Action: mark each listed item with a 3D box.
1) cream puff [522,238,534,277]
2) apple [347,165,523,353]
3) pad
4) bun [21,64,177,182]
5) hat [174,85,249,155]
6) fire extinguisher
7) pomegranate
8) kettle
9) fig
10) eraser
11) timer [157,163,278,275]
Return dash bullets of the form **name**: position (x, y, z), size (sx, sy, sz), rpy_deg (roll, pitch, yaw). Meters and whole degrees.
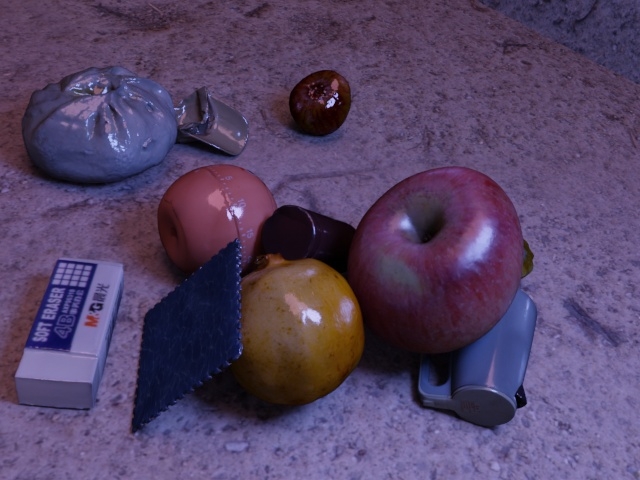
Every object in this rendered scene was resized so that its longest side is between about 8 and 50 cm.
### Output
- **cream puff**: position (0.402, 0.040, 1.582), size (0.146, 0.116, 0.146), rpy_deg (30, 40, -29)
- **apple**: position (0.215, 0.045, 1.276), size (0.345, 0.269, 0.344), rpy_deg (-15, 50, 18)
- **pad**: position (-0.221, 0.152, 1.164), size (0.012, 0.269, 0.269), rpy_deg (36, 27, -32)
- **bun**: position (-0.499, -0.283, 1.589), size (0.355, 0.194, 0.354), rpy_deg (3, 42, -3)
- **hat**: position (-0.289, -0.275, 1.773), size (0.173, 0.144, 0.166), rpy_deg (48, 48, -30)
- **fire extinguisher**: position (0.000, 0.000, 1.425), size (0.135, 0.114, 0.337), rpy_deg (53, 14, 20)
- **pomegranate**: position (-0.055, 0.148, 1.189), size (0.264, 0.264, 0.264), rpy_deg (9, 40, -7)
- **kettle**: position (0.291, 0.215, 1.323), size (0.211, 0.160, 0.243), rpy_deg (6, 43, 18)
- **fig**: position (0.005, -0.359, 1.906), size (0.175, 0.207, 0.175), rpy_deg (-1, 74, 3)
- **eraser**: position (-0.425, 0.151, 1.209), size (0.124, 0.081, 0.279), rpy_deg (7, 40, -9)
- **timer**: position (-0.200, -0.037, 1.384), size (0.215, 0.229, 0.229), rpy_deg (-16, 49, -33)
